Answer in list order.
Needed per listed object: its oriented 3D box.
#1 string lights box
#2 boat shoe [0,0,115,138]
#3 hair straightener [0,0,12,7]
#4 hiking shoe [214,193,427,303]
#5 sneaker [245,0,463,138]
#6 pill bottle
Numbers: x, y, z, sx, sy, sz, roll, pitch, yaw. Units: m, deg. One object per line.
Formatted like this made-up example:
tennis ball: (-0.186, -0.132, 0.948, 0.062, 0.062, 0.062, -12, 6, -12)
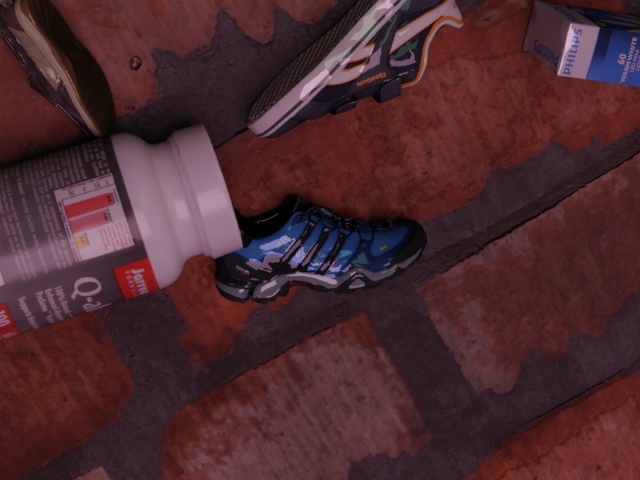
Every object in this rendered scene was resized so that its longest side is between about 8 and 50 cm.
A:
string lights box: (0.423, -0.260, 1.868, 0.260, 0.133, 0.076, 6, 112, -17)
boat shoe: (-0.335, -0.217, 1.728, 0.073, 0.080, 0.223, -10, 133, 22)
hair straightener: (-0.403, -0.308, 1.657, 0.230, 0.089, 0.047, -34, 125, 1)
hiking shoe: (0.000, 0.000, 1.883, 0.304, 0.113, 0.132, -11, 116, -10)
sneaker: (0.052, -0.225, 1.792, 0.321, 0.126, 0.127, -43, 111, 4)
pill bottle: (-0.297, -0.017, 1.742, 0.363, 0.210, 0.210, -18, 116, -5)
